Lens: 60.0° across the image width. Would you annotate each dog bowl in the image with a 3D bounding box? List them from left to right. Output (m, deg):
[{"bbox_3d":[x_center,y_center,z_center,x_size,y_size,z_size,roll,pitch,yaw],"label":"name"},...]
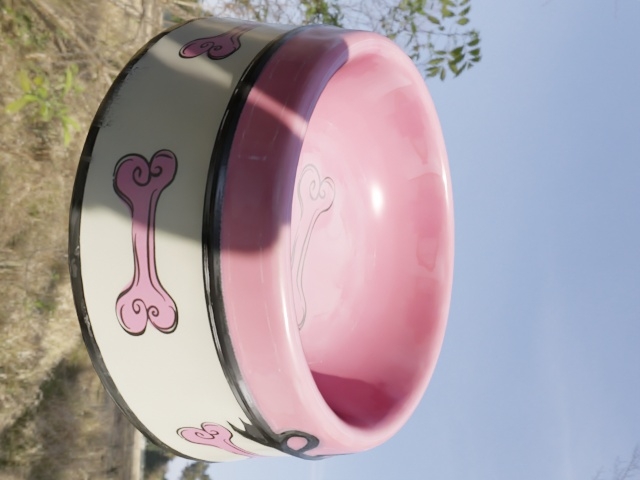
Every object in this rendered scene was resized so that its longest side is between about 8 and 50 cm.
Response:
[{"bbox_3d":[0.000,0.000,0.500,0.150,0.408,0.408,1,-94,30],"label":"dog bowl"}]
